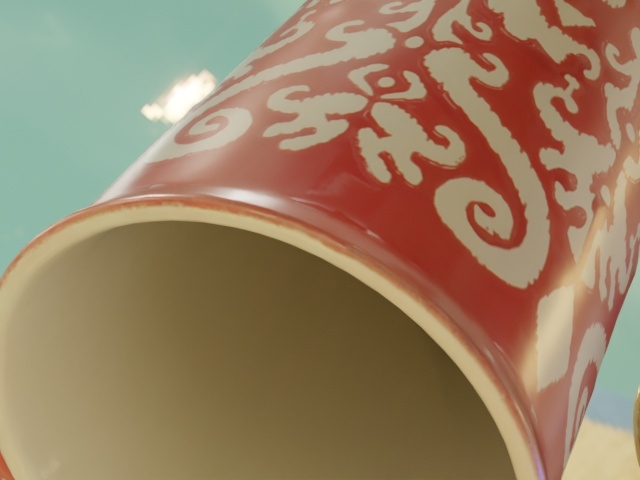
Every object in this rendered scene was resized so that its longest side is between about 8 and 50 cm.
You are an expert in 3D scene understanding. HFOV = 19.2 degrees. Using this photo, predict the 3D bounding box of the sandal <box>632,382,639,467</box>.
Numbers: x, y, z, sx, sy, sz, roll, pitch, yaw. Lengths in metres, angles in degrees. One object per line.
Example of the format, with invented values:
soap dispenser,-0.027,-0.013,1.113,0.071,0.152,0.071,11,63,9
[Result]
sandal,0.175,0.062,0.746,0.240,0.079,0.088,-10,95,-41

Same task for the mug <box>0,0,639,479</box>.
mug,0.002,-0.008,0.416,0.150,0.113,0.169,11,37,20
